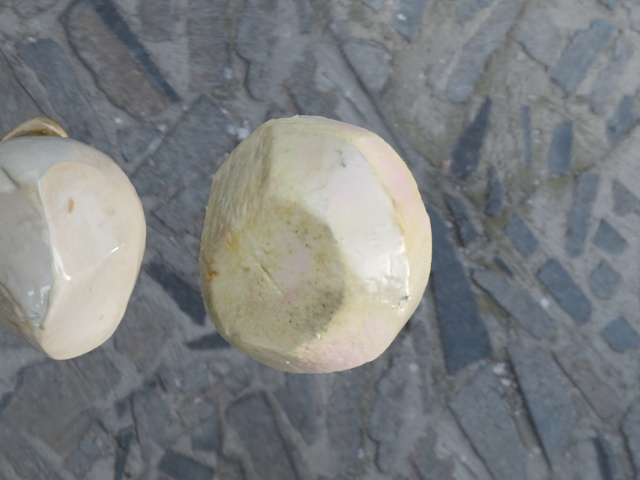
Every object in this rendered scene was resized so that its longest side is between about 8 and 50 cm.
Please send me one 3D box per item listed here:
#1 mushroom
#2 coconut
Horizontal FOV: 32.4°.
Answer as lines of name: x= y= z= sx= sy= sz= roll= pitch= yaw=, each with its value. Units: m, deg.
mushroom: x=-0.135 y=-0.006 z=0.537 sx=0.088 sy=0.212 sz=0.097 roll=-42 pitch=106 yaw=-10
coconut: x=0.000 y=0.000 z=0.994 sx=0.197 sy=0.237 sz=0.237 roll=-1 pitch=106 yaw=22
